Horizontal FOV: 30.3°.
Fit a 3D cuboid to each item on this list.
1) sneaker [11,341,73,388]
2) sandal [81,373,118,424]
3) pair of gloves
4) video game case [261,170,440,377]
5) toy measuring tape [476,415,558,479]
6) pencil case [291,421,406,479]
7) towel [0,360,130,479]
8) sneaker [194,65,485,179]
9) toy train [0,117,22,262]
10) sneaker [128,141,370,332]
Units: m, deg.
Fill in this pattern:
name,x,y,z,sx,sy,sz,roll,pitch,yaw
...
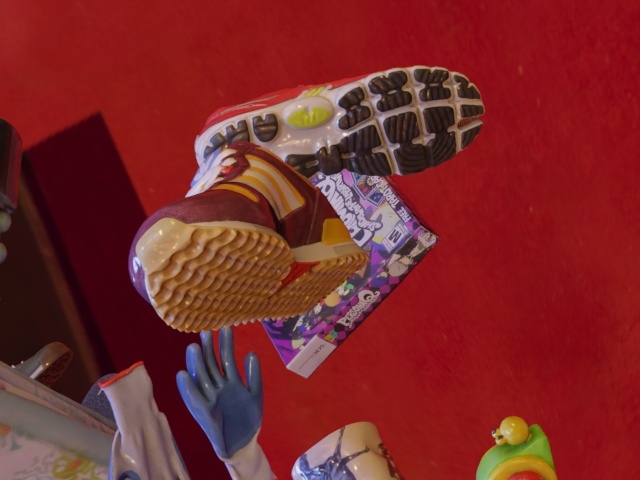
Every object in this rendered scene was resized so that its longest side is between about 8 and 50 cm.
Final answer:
name,x,y,z,sx,sy,sz,roll,pitch,yaw
sneaker,-0.413,0.189,1.516,0.086,0.064,0.192,39,83,15
sandal,-0.281,0.273,1.355,0.097,0.054,0.254,30,77,36
pair of gloves,-0.108,0.165,0.990,0.023,0.198,0.159,-14,96,41
video game case,0.000,0.000,1.299,0.210,0.042,0.232,-47,43,13
toy measuring tape,0.302,0.407,1.747,0.121,0.121,0.330,-13,110,9
pencil case,0.120,0.463,1.842,0.160,0.183,0.410,-46,57,9
towel,-0.354,0.262,1.091,0.320,0.374,0.090,-49,47,-1
sneaker,0.016,-0.121,1.134,0.279,0.118,0.107,-9,117,-6
toy train,-0.437,0.000,1.296,0.190,0.142,0.334,3,73,0
sneaker,-0.046,-0.008,0.568,0.069,0.185,0.084,-41,72,14
